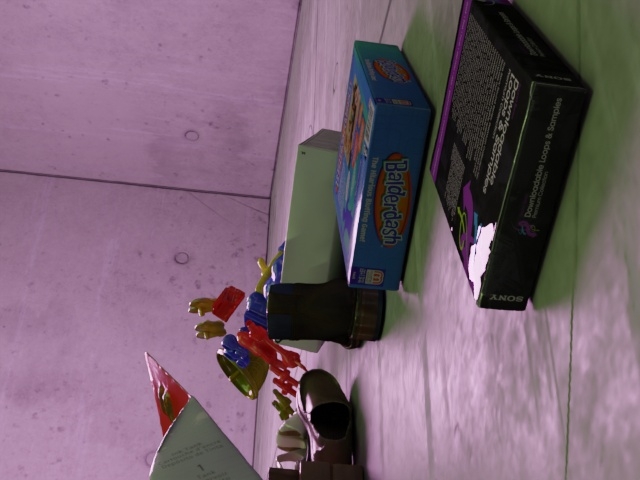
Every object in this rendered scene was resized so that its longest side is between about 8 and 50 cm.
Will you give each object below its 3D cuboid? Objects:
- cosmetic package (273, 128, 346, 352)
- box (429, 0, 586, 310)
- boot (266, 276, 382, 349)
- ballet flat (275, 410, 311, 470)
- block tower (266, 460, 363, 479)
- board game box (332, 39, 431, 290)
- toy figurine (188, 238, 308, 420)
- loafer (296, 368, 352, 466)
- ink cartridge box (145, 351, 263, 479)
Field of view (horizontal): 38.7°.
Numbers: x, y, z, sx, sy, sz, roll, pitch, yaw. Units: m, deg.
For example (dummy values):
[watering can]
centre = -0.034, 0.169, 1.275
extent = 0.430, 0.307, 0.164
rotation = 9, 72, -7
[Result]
[cosmetic package]
centre = 0.000, 0.000, 1.051
extent = 0.099, 0.060, 0.239
rotation = -44, -35, -65
[box]
centre = 0.091, -0.054, 0.480
extent = 0.162, 0.029, 0.116
rotation = -92, 9, -61
[boot]
centre = -0.006, 0.066, 0.922
extent = 0.219, 0.106, 0.082
rotation = 129, 146, -79
[ballet flat]
centre = -0.017, 0.241, 1.044
extent = 0.203, 0.074, 0.074
rotation = -93, 10, -56
[block tower]
centre = -0.027, 0.346, 0.943
extent = 0.336, 0.090, 0.097
rotation = 103, 172, -47
[board game box]
centre = 0.048, -0.075, 0.814
extent = 0.210, 0.047, 0.160
rotation = -97, 14, -64
[toy figurine]
centre = -0.036, 0.105, 1.301
extent = 0.217, 0.191, 0.363
rotation = -54, -14, -21
[loafer]
centre = 0.009, 0.180, 0.945
extent = 0.148, 0.056, 0.050
rotation = -110, 26, -54
[ink cartridge box]
centre = -0.113, 0.313, 0.849
extent = 0.385, 0.091, 0.308
rotation = 28, 129, 58
